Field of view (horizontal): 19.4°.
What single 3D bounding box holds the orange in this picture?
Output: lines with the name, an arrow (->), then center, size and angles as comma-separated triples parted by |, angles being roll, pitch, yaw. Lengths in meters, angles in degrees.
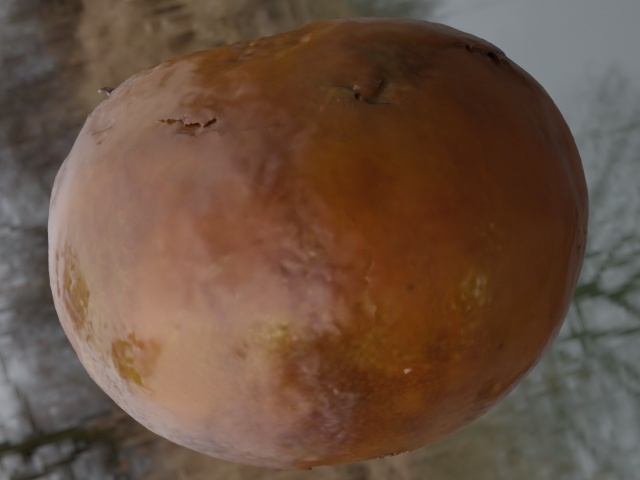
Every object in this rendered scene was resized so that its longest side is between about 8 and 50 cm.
orange -> 0.000, 0.000, 0.977 | 0.284, 0.283, 0.226 | -147, 47, -80
